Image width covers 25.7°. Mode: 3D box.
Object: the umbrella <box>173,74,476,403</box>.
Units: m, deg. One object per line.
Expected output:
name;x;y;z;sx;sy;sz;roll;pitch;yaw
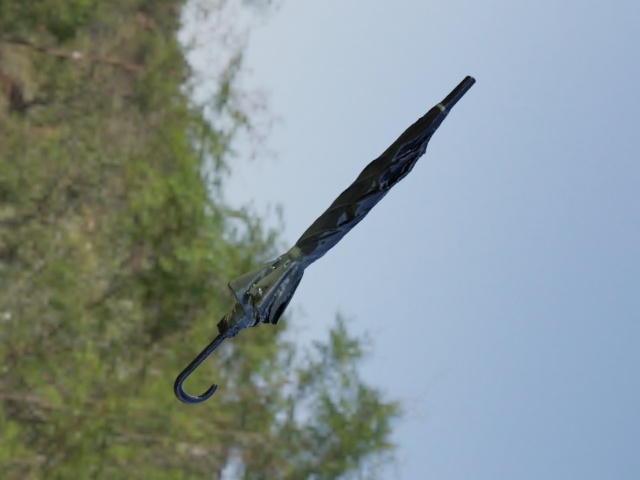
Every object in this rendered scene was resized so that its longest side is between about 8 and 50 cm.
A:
umbrella;-0.004;-0.002;0.845;0.269;0.044;0.044;-49;-149;8
